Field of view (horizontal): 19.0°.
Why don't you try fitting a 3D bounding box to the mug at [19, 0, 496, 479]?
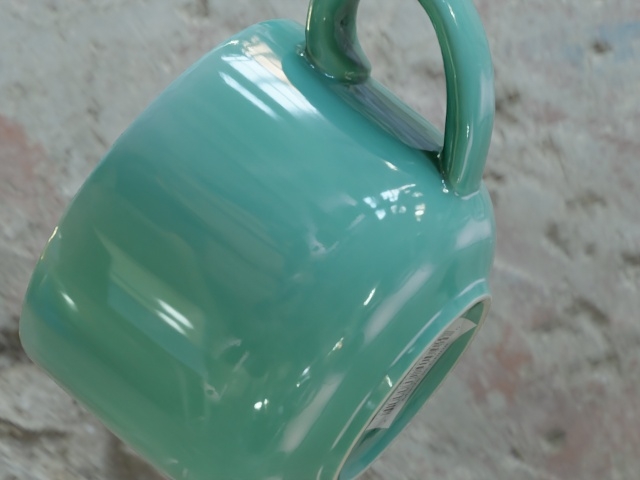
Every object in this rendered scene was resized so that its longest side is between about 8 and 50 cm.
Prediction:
[{"bbox_3d":[-0.006,0.007,0.552,0.097,0.158,0.129,39,55,13],"label":"mug"}]
